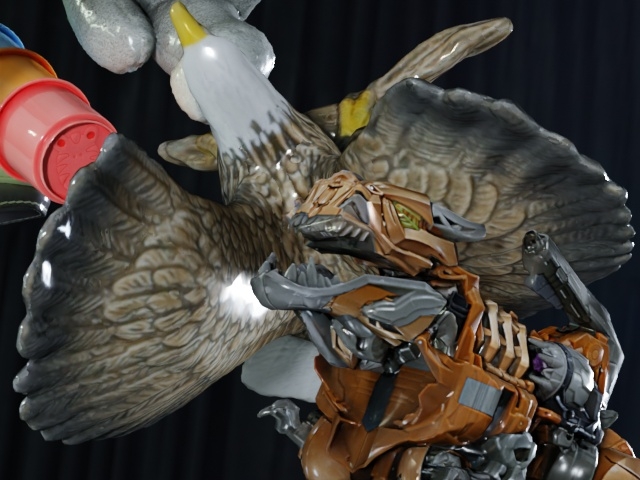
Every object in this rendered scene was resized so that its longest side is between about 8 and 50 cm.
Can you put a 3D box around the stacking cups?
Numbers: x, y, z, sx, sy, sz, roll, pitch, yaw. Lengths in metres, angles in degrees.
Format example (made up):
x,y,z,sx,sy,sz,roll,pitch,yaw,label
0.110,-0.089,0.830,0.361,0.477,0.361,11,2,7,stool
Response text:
x,y,z,sx,sy,sz,roll,pitch,yaw,label
-0.232,-0.102,1.322,0.096,0.096,0.316,9,19,-37,stacking cups

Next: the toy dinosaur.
x,y,z,sx,sy,sz,roll,pitch,yaw,label
0.070,0.126,0.722,0.322,0.218,0.164,45,-23,-11,toy dinosaur

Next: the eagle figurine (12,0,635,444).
x,y,z,sx,sy,sz,roll,pitch,yaw,label
-0.008,-0.007,0.830,0.225,0.226,0.298,26,15,-12,eagle figurine

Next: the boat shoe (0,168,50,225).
x,y,z,sx,sy,sz,roll,pitch,yaw,label
-0.352,0.001,1.499,0.285,0.092,0.103,-10,-12,-2,boat shoe

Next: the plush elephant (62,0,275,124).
x,y,z,sx,sy,sz,roll,pitch,yaw,label
-0.133,-0.275,1.340,0.255,0.272,0.330,42,-9,-29,plush elephant
